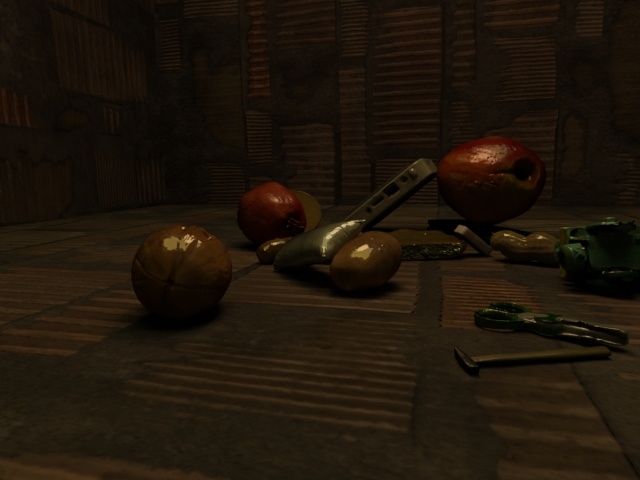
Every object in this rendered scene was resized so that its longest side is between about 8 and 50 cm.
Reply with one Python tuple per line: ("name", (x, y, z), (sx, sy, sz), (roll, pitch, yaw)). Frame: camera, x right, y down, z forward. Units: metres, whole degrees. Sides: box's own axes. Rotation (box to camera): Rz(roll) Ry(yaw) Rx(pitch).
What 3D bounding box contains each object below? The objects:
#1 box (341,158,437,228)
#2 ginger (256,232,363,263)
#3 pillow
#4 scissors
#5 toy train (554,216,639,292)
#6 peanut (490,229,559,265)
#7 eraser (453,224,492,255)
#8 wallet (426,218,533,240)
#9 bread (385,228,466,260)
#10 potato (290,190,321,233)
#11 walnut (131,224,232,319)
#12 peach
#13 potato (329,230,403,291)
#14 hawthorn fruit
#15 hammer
("box", (0.260, -0.162, 1.705), (0.367, 0.090, 0.373), (-40, -7, 20))
("ginger", (-0.022, 0.021, 1.229), (0.299, 0.065, 0.118), (-2, 27, 1))
("pillow", (-0.009, 0.010, 1.067), (0.144, 0.078, 0.254), (-34, 9, -30))
("scissors", (0.336, 0.123, 0.685), (0.101, 0.027, 0.204), (-13, 12, -43))
("toy train", (0.655, 0.023, 0.959), (0.369, 0.150, 0.237), (-1, 0, 1))
("peanut", (0.526, 0.017, 1.176), (0.187, 0.082, 0.082), (7, 11, 36))
("eraser", (0.424, -0.001, 1.291), (0.105, 0.026, 0.065), (38, 1, -9))
("wallet", (0.547, -0.036, 1.629), (0.197, 0.051, 0.377), (-2, 9, -24))
("bread", (0.258, 0.011, 1.322), (0.286, 0.056, 0.207), (0, 12, 1))
("potato", (-0.089, -0.083, 1.701), (0.203, 0.178, 0.158), (-24, -9, 6))
("walnut", (-0.236, 0.051, 0.799), (0.165, 0.165, 0.197), (-1, 1, -2))
("peach", (0.563, -0.200, 1.571), (0.372, 0.290, 0.372), (-13, 8, 2))
("potato", (0.097, 0.042, 0.949), (0.118, 0.109, 0.178), (-13, 15, 47))
("hawthorn fruit", (-0.137, -0.070, 1.454), (0.211, 0.211, 0.299), (-6, 18, -32))
("hammer", (0.270, 0.146, 0.590), (0.199, 0.013, 0.062), (-2, 9, -7))
